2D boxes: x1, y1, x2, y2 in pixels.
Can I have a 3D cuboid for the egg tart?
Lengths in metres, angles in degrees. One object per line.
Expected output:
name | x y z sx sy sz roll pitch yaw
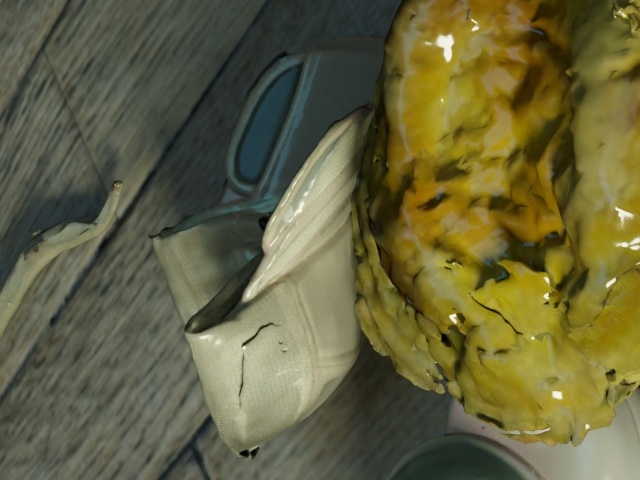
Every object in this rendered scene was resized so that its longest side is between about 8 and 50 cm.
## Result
egg tart | 0.099 -0.055 0.859 0.297 0.132 0.297 -31 50 47

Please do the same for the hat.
hat | 0.000 0.000 1.064 0.226 0.164 0.219 -36 20 3

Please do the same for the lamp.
lamp | 0.088 0.164 0.931 0.179 0.108 0.246 29 111 43

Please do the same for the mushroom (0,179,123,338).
mushroom | -0.216 0.049 1.367 0.068 0.043 0.306 45 124 20
